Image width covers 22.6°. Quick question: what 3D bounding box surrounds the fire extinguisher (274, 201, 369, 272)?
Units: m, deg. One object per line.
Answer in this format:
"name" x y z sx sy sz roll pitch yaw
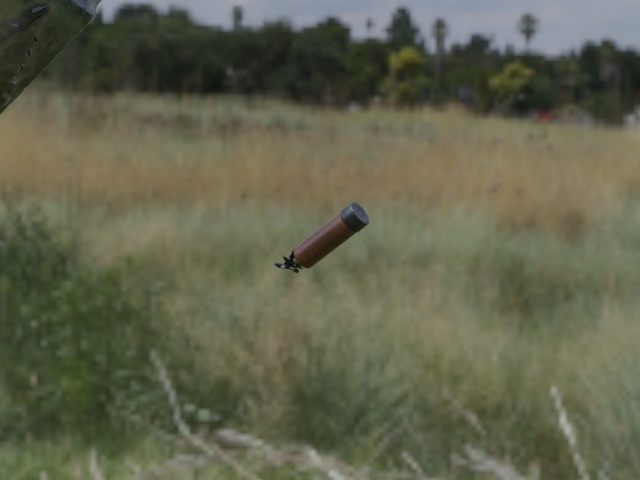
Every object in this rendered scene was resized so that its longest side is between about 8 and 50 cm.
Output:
"fire extinguisher" 0.000 0.000 1.276 0.083 0.022 0.028 -37 -44 24

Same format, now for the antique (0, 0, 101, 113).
"antique" -0.182 -0.141 0.697 0.183 0.086 0.088 49 8 24
